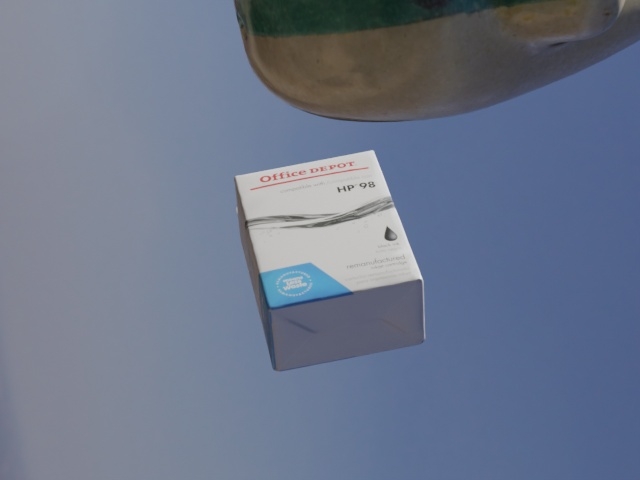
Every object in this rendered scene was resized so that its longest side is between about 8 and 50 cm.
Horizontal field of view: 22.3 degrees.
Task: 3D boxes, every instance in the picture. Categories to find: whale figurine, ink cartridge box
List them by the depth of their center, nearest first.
[{"bbox_3d":[0.090,-0.148,0.765,0.216,0.272,0.141,-126,-158,-73],"label":"whale figurine"},{"bbox_3d":[0.000,0.000,1.111,0.180,0.104,0.060,-108,-171,-49],"label":"ink cartridge box"}]
